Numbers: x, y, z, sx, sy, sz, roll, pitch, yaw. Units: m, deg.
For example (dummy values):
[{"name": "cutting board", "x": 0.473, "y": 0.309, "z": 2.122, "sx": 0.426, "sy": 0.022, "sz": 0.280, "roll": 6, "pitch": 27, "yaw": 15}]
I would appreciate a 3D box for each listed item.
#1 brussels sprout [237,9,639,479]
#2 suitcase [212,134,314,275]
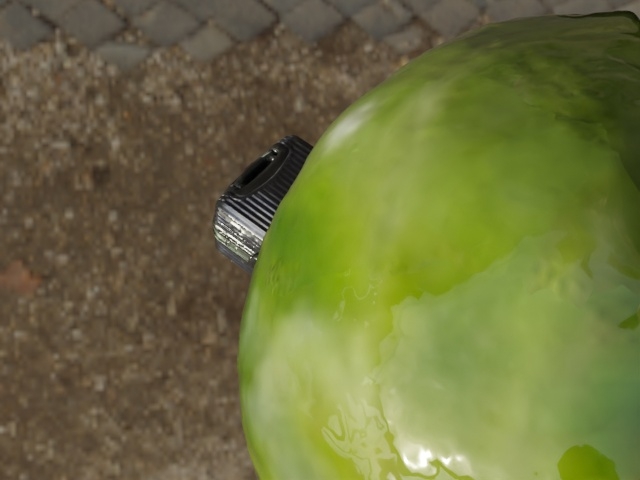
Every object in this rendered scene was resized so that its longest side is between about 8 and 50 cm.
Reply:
[{"name": "brussels sprout", "x": 0.128, "y": 0.063, "z": 0.646, "sx": 0.344, "sy": 0.344, "sz": 0.268, "roll": 5, "pitch": 169, "yaw": -17}, {"name": "suitcase", "x": 0.000, "y": 0.000, "z": 0.915, "sx": 0.086, "sy": 0.126, "sz": 0.059, "roll": -45, "pitch": 159, "yaw": -27}]
